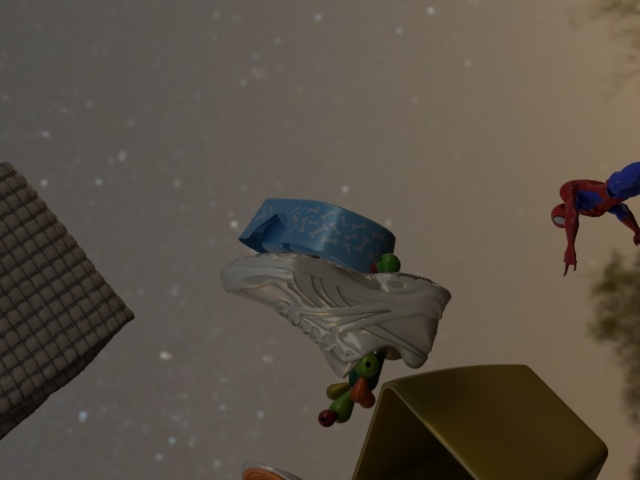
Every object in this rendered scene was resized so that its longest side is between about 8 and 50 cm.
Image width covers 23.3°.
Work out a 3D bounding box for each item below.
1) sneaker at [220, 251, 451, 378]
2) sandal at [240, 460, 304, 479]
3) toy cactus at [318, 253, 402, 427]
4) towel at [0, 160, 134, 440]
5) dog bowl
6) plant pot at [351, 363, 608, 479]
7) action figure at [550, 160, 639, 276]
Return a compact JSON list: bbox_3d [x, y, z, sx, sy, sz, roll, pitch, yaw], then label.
[{"bbox_3d":[0.009,0.076,1.549,0.090,0.232,0.115,72,-151,-86],"label":"sneaker"},{"bbox_3d":[-0.046,0.361,1.816,0.265,0.102,0.076,82,-150,-45],"label":"sandal"},{"bbox_3d":[0.061,0.124,1.918,0.180,0.112,0.219,12,-93,-59],"label":"toy cactus"},{"bbox_3d":[-0.364,0.079,1.614,0.235,0.121,0.284,54,-135,-6],"label":"towel"},{"bbox_3d":[0.000,0.000,2.195,0.297,0.166,0.074,7,72,64],"label":"dog bowl"},{"bbox_3d":[0.182,0.255,1.673,0.187,0.212,0.212,-21,-37,-32],"label":"plant pot"},{"bbox_3d":[0.389,-0.038,1.930,0.091,0.280,0.139,9,-110,-34],"label":"action figure"}]
